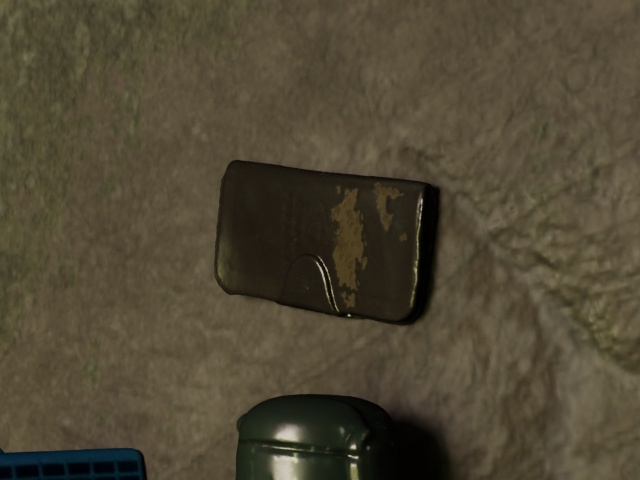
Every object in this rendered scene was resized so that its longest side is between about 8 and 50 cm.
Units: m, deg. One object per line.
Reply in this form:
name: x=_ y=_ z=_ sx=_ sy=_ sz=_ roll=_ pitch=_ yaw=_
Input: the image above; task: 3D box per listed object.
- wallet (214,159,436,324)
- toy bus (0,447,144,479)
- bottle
wallet: x=0.000 y=0.000 z=0.943 sx=0.156 sy=0.018 sz=0.082 roll=11 pitch=96 yaw=42
toy bus: x=-0.196 y=0.174 z=1.010 sx=0.090 sy=0.184 sz=0.106 roll=-17 pitch=75 yaw=41
bottle: x=-0.004 y=0.215 z=0.856 sx=0.156 sy=0.143 sz=0.271 roll=-1 pitch=87 yaw=43
